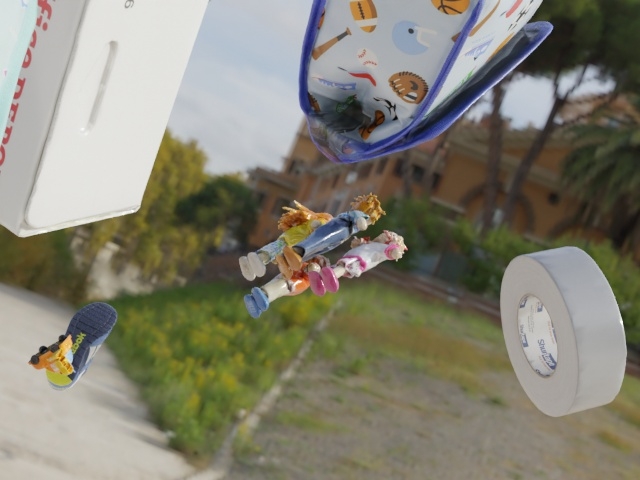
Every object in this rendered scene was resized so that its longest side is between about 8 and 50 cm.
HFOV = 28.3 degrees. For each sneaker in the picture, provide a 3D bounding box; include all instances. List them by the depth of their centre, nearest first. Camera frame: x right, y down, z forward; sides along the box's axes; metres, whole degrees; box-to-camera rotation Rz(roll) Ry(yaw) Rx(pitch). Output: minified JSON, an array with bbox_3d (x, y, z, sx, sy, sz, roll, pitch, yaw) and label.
[{"bbox_3d":[-0.329,0.145,1.727,0.053,0.144,0.059,30,-33,5],"label":"sneaker"}]

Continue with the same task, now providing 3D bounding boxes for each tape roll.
[{"bbox_3d":[0.319,0.120,1.688,0.072,0.219,0.219,-12,4,-16],"label":"tape roll"}]

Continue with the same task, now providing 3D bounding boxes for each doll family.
[{"bbox_3d":[0.000,0.000,1.648,0.263,0.163,0.118,-18,-80,54],"label":"doll family"}]

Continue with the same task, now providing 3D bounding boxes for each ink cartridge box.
[{"bbox_3d":[-0.312,-0.225,1.161,0.395,0.285,0.166,33,26,25],"label":"ink cartridge box"}]

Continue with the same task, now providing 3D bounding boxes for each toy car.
[{"bbox_3d":[-0.320,0.150,1.514,0.040,0.060,0.122,57,-1,-12],"label":"toy car"}]

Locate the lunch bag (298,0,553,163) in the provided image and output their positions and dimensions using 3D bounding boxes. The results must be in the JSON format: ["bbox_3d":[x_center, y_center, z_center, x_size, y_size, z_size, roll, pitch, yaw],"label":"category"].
[{"bbox_3d":[0.148,-0.293,1.562,0.239,0.328,0.385,39,-36,9],"label":"lunch bag"}]

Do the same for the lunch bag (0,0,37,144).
[{"bbox_3d":[-0.300,-0.129,0.763,0.160,0.262,0.223,-18,-40,41],"label":"lunch bag"}]
